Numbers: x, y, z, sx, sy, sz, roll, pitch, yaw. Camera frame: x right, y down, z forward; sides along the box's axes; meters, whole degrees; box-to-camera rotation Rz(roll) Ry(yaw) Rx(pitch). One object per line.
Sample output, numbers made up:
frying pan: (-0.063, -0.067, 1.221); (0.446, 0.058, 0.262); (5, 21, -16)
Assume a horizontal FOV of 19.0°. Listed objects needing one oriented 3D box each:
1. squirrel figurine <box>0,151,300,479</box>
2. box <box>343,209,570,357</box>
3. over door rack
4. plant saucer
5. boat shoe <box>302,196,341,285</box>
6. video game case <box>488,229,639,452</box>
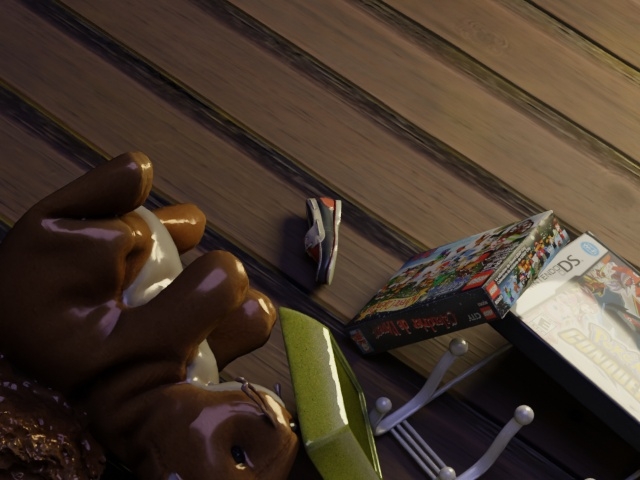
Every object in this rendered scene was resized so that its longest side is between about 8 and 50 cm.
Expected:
squirrel figurine: (-0.220, 0.164, 1.965); (0.397, 0.281, 0.370); (-28, 76, -5)
box: (0.153, 0.050, 2.165); (0.159, 0.233, 0.044); (-44, 106, -40)
over door rack: (0.245, 0.202, 2.130); (0.324, 0.108, 0.239); (-25, 61, -33)
plant saucer: (0.018, 0.184, 2.028); (0.045, 0.188, 0.188); (-19, 51, 8)
boat shoe: (0.000, 0.000, 2.280); (0.043, 0.049, 0.137); (8, 45, -4)
video game case: (0.350, 0.120, 2.198); (0.275, 0.035, 0.248); (41, 37, 16)
